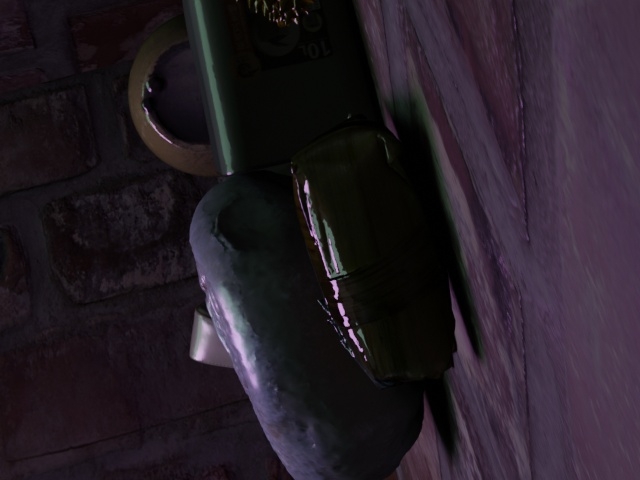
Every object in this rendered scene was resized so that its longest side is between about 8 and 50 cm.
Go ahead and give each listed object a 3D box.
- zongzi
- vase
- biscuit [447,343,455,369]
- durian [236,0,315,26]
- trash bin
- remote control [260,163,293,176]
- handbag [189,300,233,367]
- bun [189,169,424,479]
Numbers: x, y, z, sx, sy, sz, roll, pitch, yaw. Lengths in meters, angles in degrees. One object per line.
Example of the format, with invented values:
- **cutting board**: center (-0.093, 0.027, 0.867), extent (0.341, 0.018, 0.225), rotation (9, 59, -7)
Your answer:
- **zongzi**: center (0.047, 0.004, 1.572), extent (0.242, 0.112, 0.221), rotation (-77, -28, -81)
- **vase**: center (-0.120, -0.185, 2.689), extent (0.329, 0.241, 0.302), rotation (49, -171, -1)
- **biscuit**: center (0.096, 0.062, 1.660), extent (0.118, 0.023, 0.140), rotation (-110, 7, -56)
- **durian**: center (-0.072, -0.349, 1.591), extent (0.306, 0.172, 0.166), rotation (60, -170, 22)
- **trash bin**: center (-0.063, -0.242, 1.799), extent (0.223, 0.158, 0.343), rotation (-143, 39, -84)
- **remote control**: center (0.000, 0.000, 2.117), extent (0.285, 0.123, 0.038), rotation (77, 175, -53)
- **handbag**: center (-0.029, 0.116, 2.295), extent (0.256, 0.219, 0.079), rotation (-33, -45, -70)
- **bun**: center (-0.005, 0.084, 1.895), extent (0.354, 0.194, 0.354), rotation (155, 90, -86)
